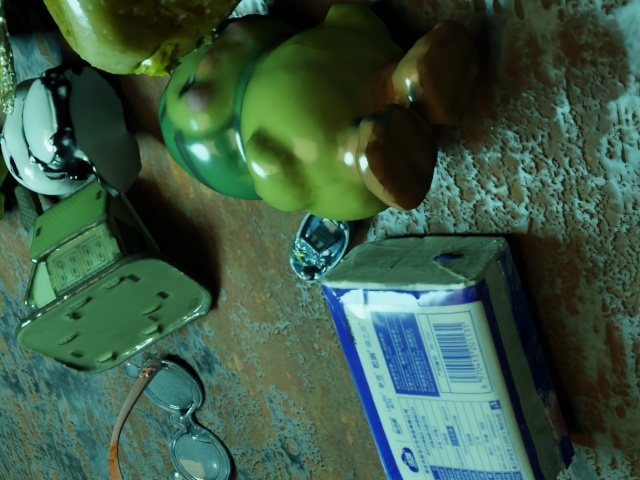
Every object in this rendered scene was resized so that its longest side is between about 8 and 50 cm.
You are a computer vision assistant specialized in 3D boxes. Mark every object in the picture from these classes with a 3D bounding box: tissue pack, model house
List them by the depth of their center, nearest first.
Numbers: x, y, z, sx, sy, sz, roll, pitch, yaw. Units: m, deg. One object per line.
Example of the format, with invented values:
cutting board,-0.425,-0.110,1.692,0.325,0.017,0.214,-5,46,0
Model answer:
tissue pack,0.140,0.134,1.328,0.209,0.137,0.270,-2,115,43
model house,-0.298,-0.007,1.624,0.205,0.218,0.279,43,-160,-60

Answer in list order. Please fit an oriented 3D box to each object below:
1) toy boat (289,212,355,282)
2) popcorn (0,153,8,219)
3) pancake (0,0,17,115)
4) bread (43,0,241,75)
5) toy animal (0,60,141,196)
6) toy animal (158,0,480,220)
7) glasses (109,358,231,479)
toy boat,0.000,0.000,1.398,0.060,0.061,0.137,43,139,7
popcorn,-0.519,-0.069,1.724,0.185,0.167,0.187,14,125,33
pancake,-0.403,-0.265,1.482,0.266,0.057,0.244,-58,47,51
bread,-0.182,-0.279,1.221,0.246,0.195,0.176,54,170,38
toy animal,-0.314,-0.120,1.515,0.179,0.138,0.166,-13,77,45
toy animal,-0.007,-0.114,1.220,0.338,0.216,0.191,10,153,40
glasses,-0.231,0.314,1.698,0.118,0.268,0.234,-6,116,23
